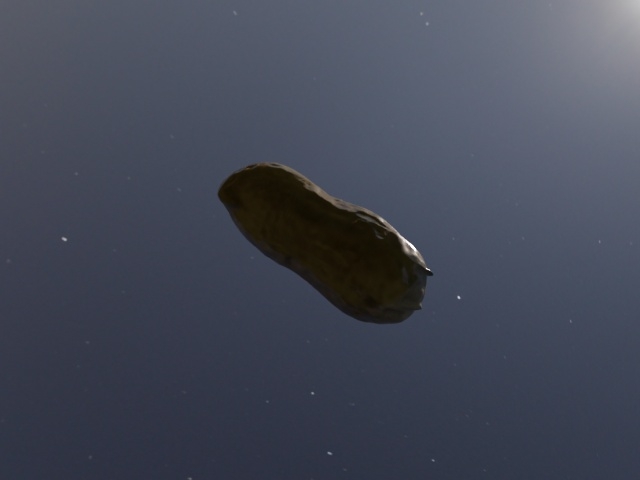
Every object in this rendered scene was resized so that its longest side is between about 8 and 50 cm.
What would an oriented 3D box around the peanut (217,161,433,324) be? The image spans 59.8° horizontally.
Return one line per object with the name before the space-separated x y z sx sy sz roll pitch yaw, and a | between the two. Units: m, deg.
peanut | 0.000 0.000 0.498 0.214 0.099 0.100 28 -103 14
